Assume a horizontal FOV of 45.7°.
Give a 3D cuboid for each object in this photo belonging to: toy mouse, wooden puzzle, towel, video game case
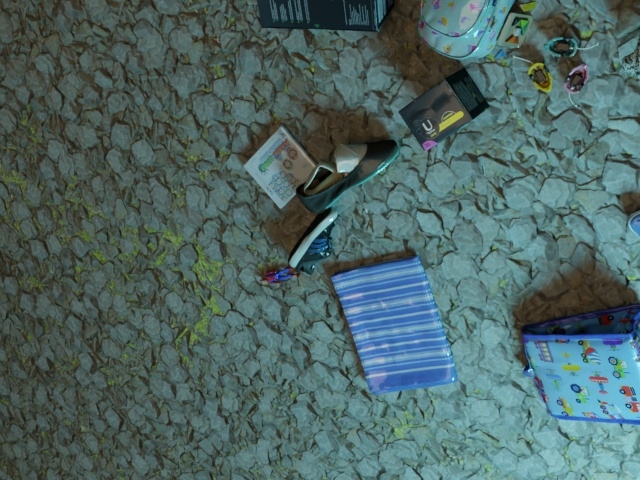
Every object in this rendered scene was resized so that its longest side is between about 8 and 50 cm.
[{"bbox_3d":[0.486,-0.348,1.499,0.143,0.031,0.161,-37,91,32],"label":"toy mouse"},{"bbox_3d":[0.386,-0.415,1.501,0.014,0.079,0.116,45,133,37],"label":"wooden puzzle"},{"bbox_3d":[0.178,0.214,1.859,0.243,0.040,0.336,-13,103,28],"label":"towel"},{"bbox_3d":[-0.094,-0.178,1.851,0.143,0.019,0.157,49,121,1],"label":"video game case"}]

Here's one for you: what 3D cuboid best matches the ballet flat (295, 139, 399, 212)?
[{"bbox_3d":[0.049,-0.156,1.736,0.096,0.095,0.280,36,125,-26],"label":"ballet flat"}]

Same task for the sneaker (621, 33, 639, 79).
[{"bbox_3d":[0.639,-0.448,1.318,0.182,0.158,0.410,41,114,54],"label":"sneaker"}]

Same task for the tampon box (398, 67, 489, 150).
[{"bbox_3d":[0.257,-0.270,1.563,0.120,0.161,0.101,-33,93,32],"label":"tampon box"}]

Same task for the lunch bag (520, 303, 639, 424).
[{"bbox_3d":[0.577,0.281,1.653,0.293,0.138,0.221,-14,105,39],"label":"lunch bag"}]

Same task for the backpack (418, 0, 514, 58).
[{"bbox_3d":[0.279,-0.451,1.491,0.166,0.144,0.188,31,126,24],"label":"backpack"}]

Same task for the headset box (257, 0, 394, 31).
[{"bbox_3d":[-0.008,-0.568,1.548,0.283,0.131,0.246,6,131,20],"label":"headset box"}]

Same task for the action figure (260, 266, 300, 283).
[{"bbox_3d":[-0.109,0.091,1.957,0.115,0.030,0.038,-16,107,32],"label":"action figure"}]

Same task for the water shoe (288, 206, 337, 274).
[{"bbox_3d":[0.000,0.000,1.856,0.080,0.073,0.203,31,126,-13],"label":"water shoe"}]

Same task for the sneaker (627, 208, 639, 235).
[{"bbox_3d":[0.709,0.000,1.496,0.211,0.081,0.080,27,120,16],"label":"sneaker"}]
